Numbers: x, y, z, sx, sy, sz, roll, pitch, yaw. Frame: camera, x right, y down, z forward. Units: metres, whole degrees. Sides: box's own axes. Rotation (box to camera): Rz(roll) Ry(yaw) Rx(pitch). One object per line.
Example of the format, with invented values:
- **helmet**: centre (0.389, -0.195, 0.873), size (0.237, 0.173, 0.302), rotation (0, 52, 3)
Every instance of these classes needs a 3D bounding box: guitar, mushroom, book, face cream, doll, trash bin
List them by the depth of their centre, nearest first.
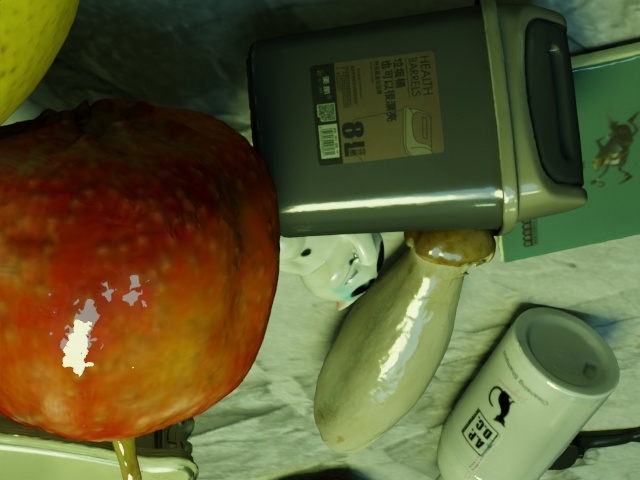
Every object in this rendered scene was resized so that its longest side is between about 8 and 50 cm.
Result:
- **trash bin**: centre (0.087, -0.103, 1.023), size (0.290, 0.209, 0.182), rotation (-6, 174, 4)
- **doll**: centre (-0.003, -0.003, 1.184), size (0.180, 0.107, 0.110), rotation (36, 84, -30)
- **book**: centre (0.366, -0.109, 1.198), size (0.379, 0.031, 0.264), rotation (-13, 133, 3)
- **mushroom**: centre (0.089, 0.105, 1.289), size (0.128, 0.128, 0.350), rotation (12, 124, -21)
- **face cream**: centre (0.231, 0.260, 1.456), size (0.145, 0.145, 0.370), rotation (10, 130, -20)
- **guitar**: centre (0.377, 0.290, 1.589), size (0.271, 0.038, 0.084), rotation (-3, 136, -7)

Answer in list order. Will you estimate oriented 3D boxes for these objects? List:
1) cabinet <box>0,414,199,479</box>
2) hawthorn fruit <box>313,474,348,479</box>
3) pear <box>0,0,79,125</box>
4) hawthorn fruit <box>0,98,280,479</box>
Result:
- **cabinet**: centre (-0.293, 0.138, 1.125), size (0.290, 0.318, 0.227), rotation (13, 132, -21)
- **hawthorn fruit**: centre (0.003, 0.437, 1.554), size (0.185, 0.202, 0.185), rotation (-9, 143, -7)
- **pear**: centre (-0.314, -0.147, 0.808), size (0.386, 0.340, 0.191), rotation (-2, 136, 46)
- **hawthorn fruit**: centre (-0.169, 0.052, 0.910), size (0.287, 0.287, 0.330), rotation (-4, 108, -6)
